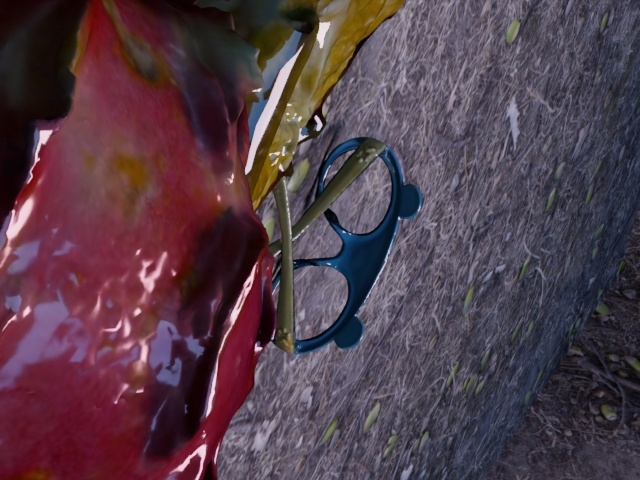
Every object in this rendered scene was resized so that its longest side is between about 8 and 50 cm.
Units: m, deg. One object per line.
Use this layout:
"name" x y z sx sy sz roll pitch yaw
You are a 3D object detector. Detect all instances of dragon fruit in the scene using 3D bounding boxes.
"dragon fruit" -0.152 0.025 0.616 0.386 0.249 0.371 -61 -160 11

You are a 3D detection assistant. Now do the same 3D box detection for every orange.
"orange" -0.062 -0.147 0.861 0.368 0.210 0.271 -57 -178 -18

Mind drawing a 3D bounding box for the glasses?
"glasses" -0.023 -0.011 1.352 0.207 0.102 0.239 26 90 -42
